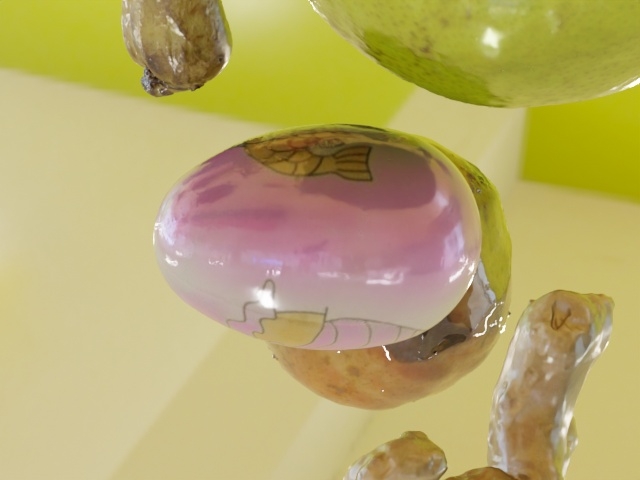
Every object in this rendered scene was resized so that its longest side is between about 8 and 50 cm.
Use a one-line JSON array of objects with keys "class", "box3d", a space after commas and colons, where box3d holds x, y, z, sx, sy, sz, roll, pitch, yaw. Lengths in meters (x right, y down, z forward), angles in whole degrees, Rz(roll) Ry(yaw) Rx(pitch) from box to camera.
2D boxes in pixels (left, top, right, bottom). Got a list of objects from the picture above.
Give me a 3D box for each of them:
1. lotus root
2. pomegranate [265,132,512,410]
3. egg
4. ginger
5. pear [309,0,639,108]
[{"class": "lotus root", "box3d": [-0.133, -0.223, 1.770, 0.108, 0.190, 0.094, 21, -136, 27]}, {"class": "pomegranate", "box3d": [0.051, 0.026, 1.927, 0.281, 0.281, 0.281, 4, -152, -2]}, {"class": "egg", "box3d": [0.000, 0.000, 1.622, 0.271, 0.196, 0.196, -12, -148, -20]}, {"class": "ginger", "box3d": [0.053, 0.128, 0.844, 0.065, 0.258, 0.149, 22, 173, 41]}, {"class": "pear", "box3d": [0.154, -0.278, 1.495, 0.391, 0.391, 0.391, 4, -152, -2]}]
